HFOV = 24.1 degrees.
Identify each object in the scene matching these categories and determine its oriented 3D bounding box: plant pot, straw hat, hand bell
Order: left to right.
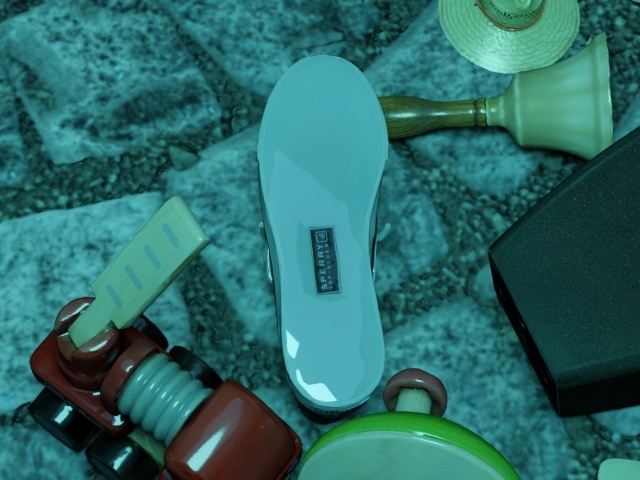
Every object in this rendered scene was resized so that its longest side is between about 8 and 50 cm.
[{"bbox_3d":[0.133,-0.114,1.324,0.242,0.126,0.126,-3,67,9],"label":"hand bell"},{"bbox_3d":[0.178,-0.231,1.385,0.144,0.061,0.144,1,67,-2],"label":"straw hat"},{"bbox_3d":[0.238,0.042,1.218,0.167,0.188,0.187,-25,70,2],"label":"plant pot"}]

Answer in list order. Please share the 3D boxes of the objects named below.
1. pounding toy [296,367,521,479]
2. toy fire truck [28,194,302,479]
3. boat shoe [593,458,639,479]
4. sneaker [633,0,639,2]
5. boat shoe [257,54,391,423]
[{"bbox_3d":[0.107,0.182,1.167,0.237,0.183,0.110,16,44,4],"label":"pounding toy"},{"bbox_3d":[-0.111,0.100,1.133,0.217,0.246,0.158,36,71,12],"label":"toy fire truck"},{"bbox_3d":[0.286,0.212,1.215,0.133,0.042,0.049,12,47,3],"label":"boat shoe"},{"bbox_3d":[0.350,-0.150,1.355,0.095,0.090,0.235,-14,64,5],"label":"sneaker"},{"bbox_3d":[0.004,0.000,1.259,0.113,0.105,0.306,-5,74,-9],"label":"boat shoe"}]
